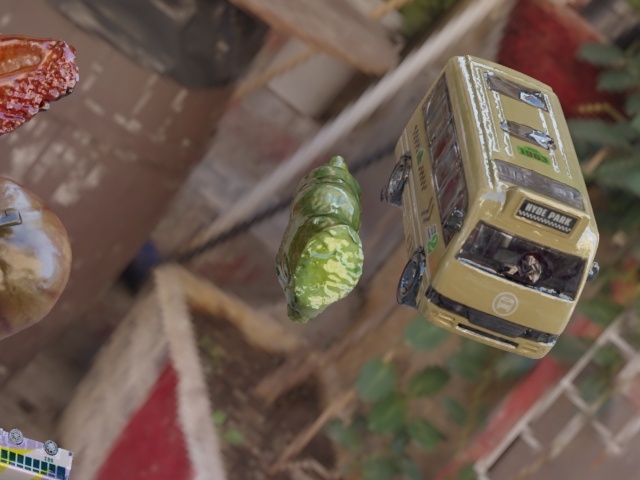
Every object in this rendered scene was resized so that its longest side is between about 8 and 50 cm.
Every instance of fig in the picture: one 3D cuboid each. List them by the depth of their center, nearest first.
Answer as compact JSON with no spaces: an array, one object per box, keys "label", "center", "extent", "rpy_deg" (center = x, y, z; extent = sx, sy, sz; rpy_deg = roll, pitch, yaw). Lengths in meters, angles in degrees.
[{"label":"fig","center":[-0.460,0.021,2.407],"extent":[0.235,0.235,0.214],"rpy_deg":[45,11,24]}]

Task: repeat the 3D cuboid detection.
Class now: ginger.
[{"label":"ginger","center":[-0.001,0.000,1.812],"extent":[0.089,0.137,0.290],"rpy_deg":[-1,25,0]}]

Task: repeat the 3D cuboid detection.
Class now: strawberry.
[{"label":"strawberry","center":[-0.260,-0.124,1.384],"extent":[0.048,0.152,0.104],"rpy_deg":[46,30,-47]}]

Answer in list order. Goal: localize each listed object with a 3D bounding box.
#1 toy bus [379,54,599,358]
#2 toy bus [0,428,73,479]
[{"label":"toy bus","center":[0.188,-0.044,1.951],"extent":[0.177,0.202,0.365],"rpy_deg":[19,30,-15]},{"label":"toy bus","center":[-0.343,0.262,2.072],"extent":[0.102,0.052,0.058],"rpy_deg":[23,50,-31]}]
